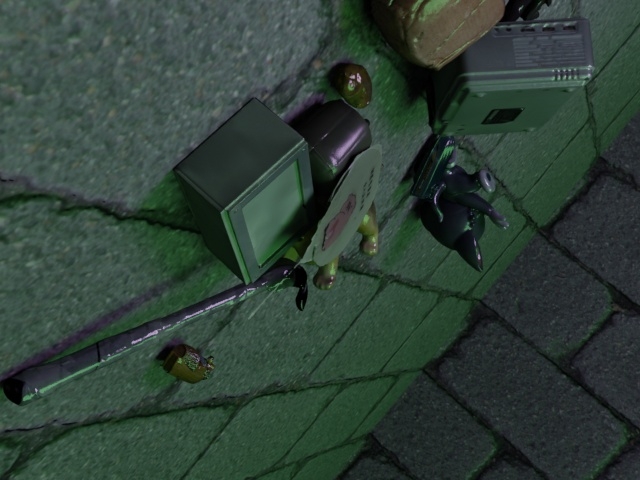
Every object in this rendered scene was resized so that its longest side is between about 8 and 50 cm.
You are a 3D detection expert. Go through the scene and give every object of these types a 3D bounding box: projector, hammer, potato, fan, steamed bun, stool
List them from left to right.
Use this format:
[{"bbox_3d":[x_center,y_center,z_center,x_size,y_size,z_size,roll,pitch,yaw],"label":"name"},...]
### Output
[{"bbox_3d":[-0.196,0.105,1.105,0.427,0.152,0.044,-22,121,-34],"label":"hammer"},{"bbox_3d":[0.001,0.000,1.111,0.310,0.010,0.182,-49,157,-34],"label":"fan"},{"bbox_3d":[0.007,-0.121,1.116,0.110,0.096,0.096,-46,162,-22],"label":"stool"},{"bbox_3d":[0.045,-0.200,1.120,0.046,0.045,0.092,-36,158,10],"label":"potato"},{"bbox_3d":[0.134,-0.290,1.059,0.145,0.106,0.175,-39,153,10],"label":"steamed bun"},{"bbox_3d":[0.260,-0.225,1.256,0.192,0.099,0.256,-3,172,-3],"label":"projector"}]

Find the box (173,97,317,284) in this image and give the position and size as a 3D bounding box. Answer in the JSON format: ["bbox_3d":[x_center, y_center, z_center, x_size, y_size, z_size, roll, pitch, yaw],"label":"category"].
[{"bbox_3d":[-0.082,-0.050,1.063,0.129,0.086,0.225,-44,161,-14],"label":"box"}]

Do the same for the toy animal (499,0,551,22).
[{"bbox_3d":[0.270,-0.353,1.216,0.146,0.114,0.245,-55,163,27],"label":"toy animal"}]

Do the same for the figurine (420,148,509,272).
[{"bbox_3d":[0.271,-0.068,1.702,0.140,0.193,0.265,-46,149,-4],"label":"figurine"}]

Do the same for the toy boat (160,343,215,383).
[{"bbox_3d":[-0.196,0.187,1.328,0.049,0.047,0.149,-48,161,-3],"label":"toy boat"}]

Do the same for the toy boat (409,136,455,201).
[{"bbox_3d":[0.205,-0.142,1.576,0.055,0.060,0.141,-21,140,-54],"label":"toy boat"}]

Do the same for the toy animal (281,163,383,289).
[{"bbox_3d":[0.008,-0.017,1.295,0.233,0.121,0.168,-30,143,-51],"label":"toy animal"}]
